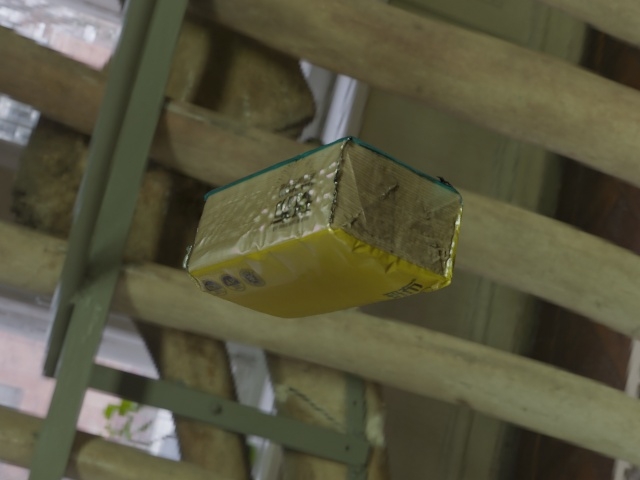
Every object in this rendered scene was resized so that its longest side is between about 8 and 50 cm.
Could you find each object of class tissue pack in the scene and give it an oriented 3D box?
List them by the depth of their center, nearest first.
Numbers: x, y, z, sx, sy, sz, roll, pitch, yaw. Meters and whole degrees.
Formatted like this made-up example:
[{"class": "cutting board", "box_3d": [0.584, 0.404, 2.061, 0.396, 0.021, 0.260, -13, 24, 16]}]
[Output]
[{"class": "tissue pack", "box_3d": [0.000, 0.000, 1.159, 0.270, 0.192, 0.134, -17, 57, 48]}]
